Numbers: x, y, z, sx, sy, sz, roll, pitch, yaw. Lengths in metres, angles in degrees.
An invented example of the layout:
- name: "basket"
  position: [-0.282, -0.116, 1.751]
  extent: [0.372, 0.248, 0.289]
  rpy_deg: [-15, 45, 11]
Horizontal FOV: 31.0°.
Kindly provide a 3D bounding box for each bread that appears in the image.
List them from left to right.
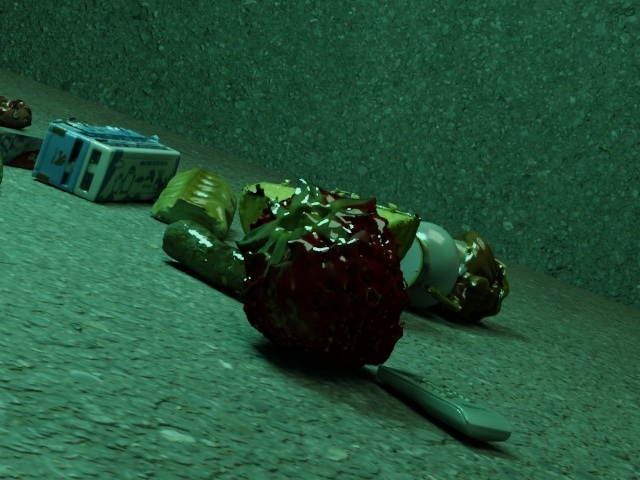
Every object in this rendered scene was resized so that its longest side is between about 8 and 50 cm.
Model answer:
- name: "bread"
  position: [-0.199, -0.064, 1.869]
  extent: [0.128, 0.088, 0.232]
  rpy_deg: [11, 12, -3]
- name: "bread"
  position: [0.005, 0.001, 1.677]
  extent: [0.260, 0.147, 0.160]
  rpy_deg: [15, 14, 16]

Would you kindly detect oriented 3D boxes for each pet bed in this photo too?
- name: "pet bed"
  position: [-0.665, -0.264, 2.285]
  extent: [0.201, 0.053, 0.201]
  rpy_deg: [16, 11, -3]

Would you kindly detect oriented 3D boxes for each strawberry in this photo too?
- name: "strawberry"
  position: [0.009, 0.050, 1.195]
  extent: [0.186, 0.184, 0.201]
  rpy_deg: [0, -48, 44]

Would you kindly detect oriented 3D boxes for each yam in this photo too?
- name: "yam"
  position: [-0.096, 0.038, 1.395]
  extent: [0.253, 0.061, 0.061]
  rpy_deg: [26, 9, 40]

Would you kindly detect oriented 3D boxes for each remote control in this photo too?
- name: "remote control"
  position: [0.119, 0.161, 1.143]
  extent: [0.061, 0.029, 0.162]
  rpy_deg: [18, 1, -31]

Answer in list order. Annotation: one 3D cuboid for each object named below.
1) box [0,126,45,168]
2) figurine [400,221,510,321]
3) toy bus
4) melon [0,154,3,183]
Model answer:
- name: "box"
  position: [-0.483, -0.147, 1.809]
  extent: [0.039, 0.055, 0.218]
  rpy_deg: [25, 8, 32]
- name: "figurine"
  position: [0.197, 0.050, 1.850]
  extent: [0.263, 0.142, 0.189]
  rpy_deg: [14, 40, -49]
- name: "toy bus"
  position: [-0.342, -0.127, 1.868]
  extent: [0.131, 0.106, 0.297]
  rpy_deg: [23, 9, 14]
- name: "melon"
  position: [-0.461, -0.106, 1.509]
  extent: [0.139, 0.093, 0.202]
  rpy_deg: [52, -9, 26]
